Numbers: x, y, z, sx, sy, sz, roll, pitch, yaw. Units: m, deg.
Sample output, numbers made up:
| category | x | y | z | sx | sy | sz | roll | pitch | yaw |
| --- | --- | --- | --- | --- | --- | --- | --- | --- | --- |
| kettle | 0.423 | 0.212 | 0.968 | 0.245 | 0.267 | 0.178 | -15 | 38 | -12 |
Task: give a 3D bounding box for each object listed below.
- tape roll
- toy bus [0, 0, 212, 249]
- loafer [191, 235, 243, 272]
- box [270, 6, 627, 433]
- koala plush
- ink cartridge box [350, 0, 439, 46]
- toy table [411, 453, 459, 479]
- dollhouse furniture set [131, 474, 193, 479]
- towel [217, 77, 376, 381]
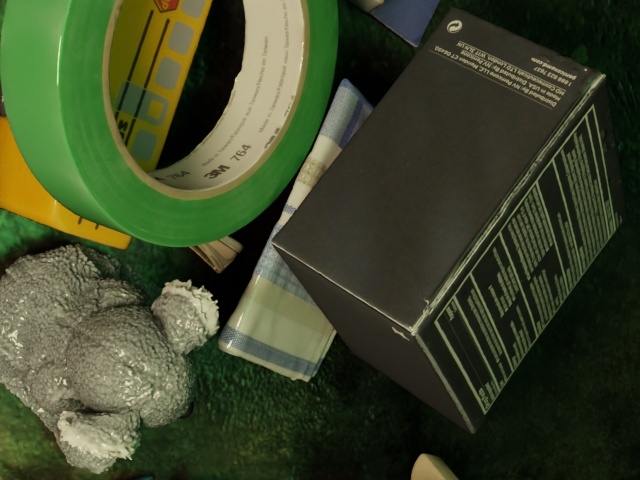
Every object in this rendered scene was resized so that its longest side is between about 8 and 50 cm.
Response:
| category | x | y | z | sx | sy | sz | roll | pitch | yaw |
| --- | --- | --- | --- | --- | --- | --- | --- | --- | --- |
| tape roll | -0.115 | -0.157 | 1.043 | 0.321 | 0.077 | 0.321 | -24 | 122 | -45 |
| toy bus | -0.187 | -0.170 | 1.098 | 0.130 | 0.108 | 0.332 | 19 | 89 | -50 |
| loafer | -0.131 | -0.008 | 1.212 | 0.125 | 0.045 | 0.039 | 32 | 89 | -33 |
| box | 0.139 | -0.012 | 1.218 | 0.294 | 0.183 | 0.296 | -53 | 151 | -12 |
| koala plush | -0.183 | 0.106 | 1.097 | 0.203 | 0.221 | 0.196 | 45 | 77 | -27 |
| ink cartridge box | 0.065 | -0.414 | 1.236 | 0.330 | 0.071 | 0.324 | 29 | 84 | -29 |
| toy table | 0.139 | 0.362 | 1.328 | 0.274 | 0.252 | 0.161 | 12 | 109 | -41 |
| dollhouse furniture set | -0.209 | 0.305 | 1.198 | 0.184 | 0.129 | 0.129 | -5 | 104 | -59 |
| towel | 0.000 | 0.000 | 1.235 | 0.285 | 0.034 | 0.209 | -66 | 155 | -3 |
